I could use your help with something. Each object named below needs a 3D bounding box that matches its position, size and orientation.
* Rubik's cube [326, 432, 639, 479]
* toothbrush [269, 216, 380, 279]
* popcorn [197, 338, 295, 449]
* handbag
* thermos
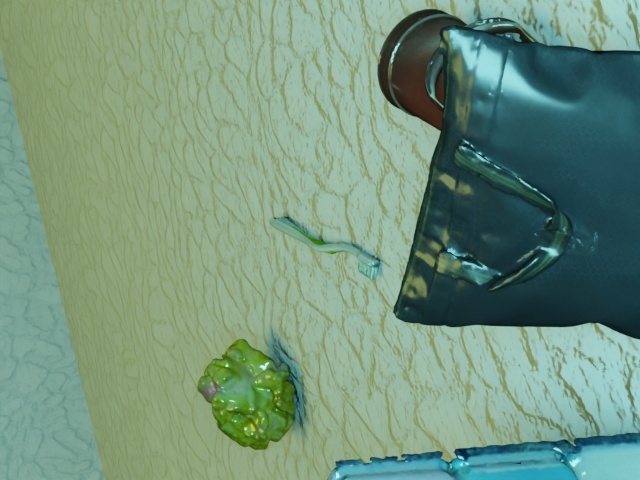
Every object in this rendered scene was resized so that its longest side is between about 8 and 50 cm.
[{"bbox_3d":[0.121,0.332,0.799,0.358,0.387,0.368,159,109,-75],"label":"Rubik's cube"},{"bbox_3d":[0.000,0.000,1.307,0.263,0.022,0.026,28,115,58],"label":"toothbrush"},{"bbox_3d":[-0.099,0.216,1.505,0.145,0.126,0.126,38,158,13],"label":"popcorn"},{"bbox_3d":[0.166,-0.027,0.748,0.089,0.211,0.254,-84,2,-52],"label":"handbag"},{"bbox_3d":[0.146,-0.108,0.868,0.232,0.099,0.124,41,167,50],"label":"thermos"}]
